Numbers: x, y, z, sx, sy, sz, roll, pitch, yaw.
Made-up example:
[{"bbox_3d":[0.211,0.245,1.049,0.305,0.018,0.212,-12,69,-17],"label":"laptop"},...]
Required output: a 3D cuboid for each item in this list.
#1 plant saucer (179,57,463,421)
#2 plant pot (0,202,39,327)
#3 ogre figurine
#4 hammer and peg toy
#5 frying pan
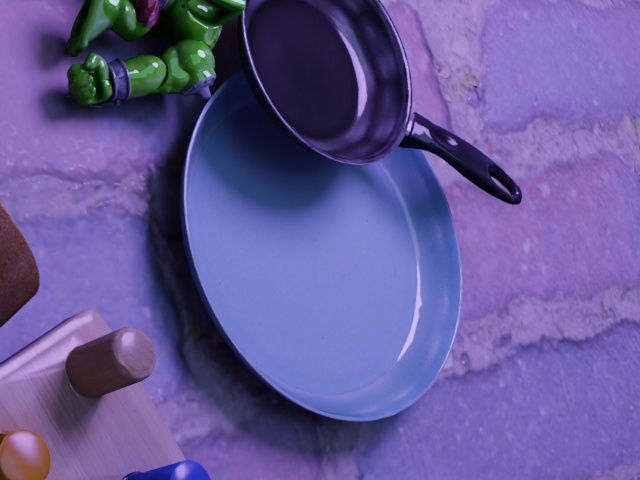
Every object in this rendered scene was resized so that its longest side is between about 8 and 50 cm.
[{"bbox_3d":[0.000,0.000,1.097,0.317,0.044,0.317,18,63,-39],"label":"plant saucer"},{"bbox_3d":[-0.317,0.048,0.662,0.237,0.237,0.254,46,61,-22],"label":"plant pot"},{"bbox_3d":[-0.129,-0.188,1.009,0.118,0.097,0.197,17,51,-26],"label":"ogre figurine"},{"bbox_3d":[-0.132,0.247,0.802,0.361,0.127,0.266,61,37,-8],"label":"hammer and peg toy"},{"bbox_3d":[0.049,-0.144,1.133,0.326,0.053,0.197,12,66,-43],"label":"frying pan"}]
